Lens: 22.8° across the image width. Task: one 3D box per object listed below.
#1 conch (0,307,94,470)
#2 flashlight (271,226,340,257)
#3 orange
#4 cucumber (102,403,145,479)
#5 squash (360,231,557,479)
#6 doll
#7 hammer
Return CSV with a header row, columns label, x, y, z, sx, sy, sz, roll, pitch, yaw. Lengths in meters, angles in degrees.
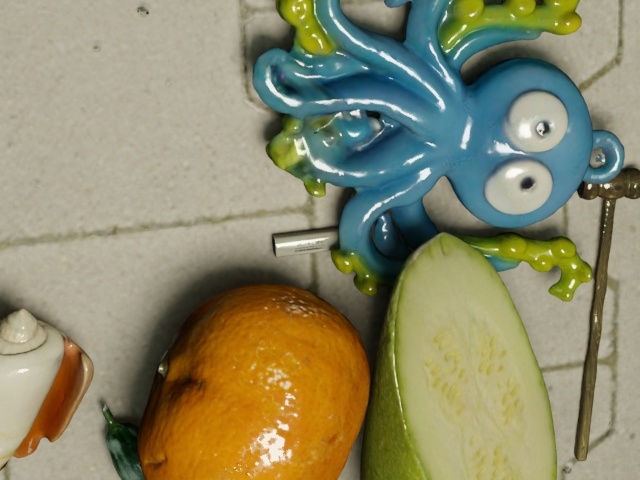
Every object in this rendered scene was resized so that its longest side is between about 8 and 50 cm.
label,x,y,z,sx,sy,sz,roll,pitch,yaw
conch,-0.250,0.130,1.332,0.104,0.094,0.176,-26,125,-47
flashlight,0.000,0.000,1.386,0.083,0.018,0.018,-7,110,-11
orange,-0.060,0.143,1.315,0.170,0.224,0.224,27,100,-7
cucumber,-0.122,0.239,1.419,0.056,0.056,0.250,-38,113,1
squash,0.130,0.145,1.339,0.189,0.189,0.260,-1,134,-13
doll,0.107,-0.106,1.330,0.341,0.099,0.346,8,102,-19
hammer,0.253,0.073,1.471,0.058,0.029,0.292,-1,110,-12
